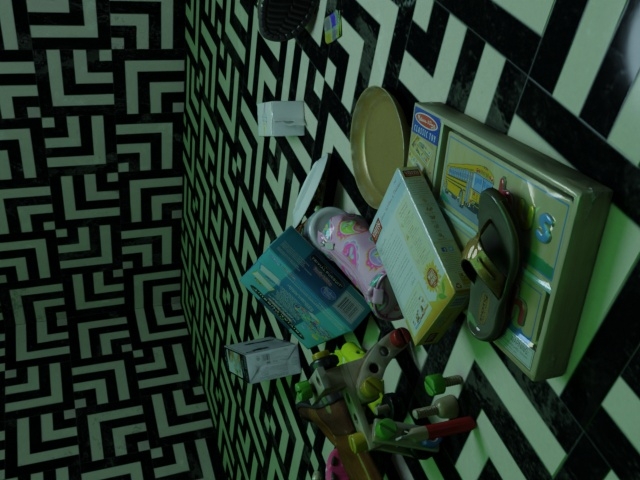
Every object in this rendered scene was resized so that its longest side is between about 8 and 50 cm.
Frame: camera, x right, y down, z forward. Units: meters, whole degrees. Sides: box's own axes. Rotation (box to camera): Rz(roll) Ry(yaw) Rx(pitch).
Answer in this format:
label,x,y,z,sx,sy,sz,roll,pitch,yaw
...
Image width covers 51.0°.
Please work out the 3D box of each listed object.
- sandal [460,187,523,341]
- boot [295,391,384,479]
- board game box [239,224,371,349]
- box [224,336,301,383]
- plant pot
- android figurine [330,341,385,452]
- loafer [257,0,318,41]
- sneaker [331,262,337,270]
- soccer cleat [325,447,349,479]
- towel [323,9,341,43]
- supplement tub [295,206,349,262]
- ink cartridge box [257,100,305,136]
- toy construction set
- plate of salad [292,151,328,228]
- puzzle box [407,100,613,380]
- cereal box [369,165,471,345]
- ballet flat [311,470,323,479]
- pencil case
label,x,y,z,sx,sy,sz,roll,pitch,yaw
sandal,0.217,0.039,0.902,0.090,0.060,0.219,-130,39,-56
boot,0.058,0.457,1.475,0.281,0.096,0.264,62,152,16
board game box,-0.047,0.122,1.573,0.254,0.079,0.336,46,157,-2
box,-0.184,0.366,2.085,0.290,0.169,0.087,173,88,-68
plant pot,0.118,-0.179,1.297,0.236,0.032,0.237,173,90,-69
android figurine,0.080,0.352,1.529,0.273,0.056,0.248,-139,46,-59
loafer,-0.065,-0.642,1.542,0.130,0.133,0.366,-115,37,-51
sneaker,0.024,0.090,1.623,0.031,0.035,0.083,126,134,-62
soccer cleat,0.083,0.636,1.512,0.143,0.116,0.331,105,151,-43
towel,0.026,-0.472,1.487,0.083,0.009,0.060,-166,72,-69
supplement tub,0.000,0.000,1.545,0.190,0.116,0.117,144,118,-67
ink cartridge box,-0.101,-0.318,1.759,0.143,0.092,0.090,-160,66,-66
toy construction set,0.093,0.300,1.210,0.309,0.237,0.258,177,87,-69
plate of salad,-0.017,-0.114,1.597,0.200,0.048,0.200,-62,10,20
puzzle box,0.238,-0.023,0.991,0.409,0.052,0.272,-130,39,-57
cereal box,0.157,0.025,1.082,0.173,0.047,0.240,111,147,-53
ballet flat,0.011,0.724,1.855,0.049,0.057,0.173,-20,74,27
pencil case,0.092,0.043,1.309,0.284,0.124,0.124,-132,40,-56
